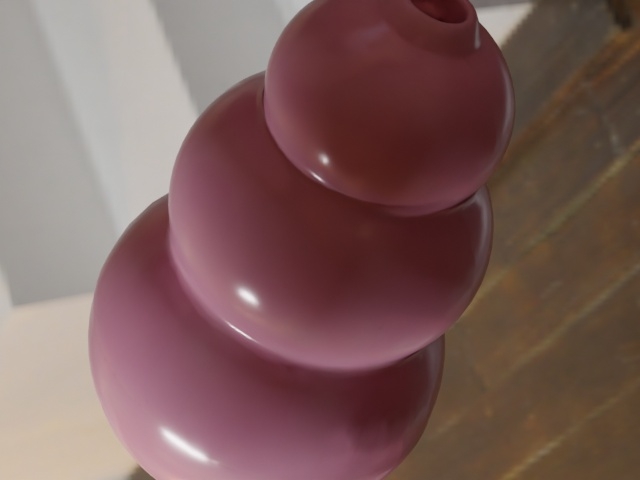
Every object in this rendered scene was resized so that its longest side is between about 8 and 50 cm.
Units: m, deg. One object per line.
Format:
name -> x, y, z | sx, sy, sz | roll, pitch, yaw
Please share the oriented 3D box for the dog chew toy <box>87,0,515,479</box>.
dog chew toy -> 0.000, 0.000, 1.008 | 0.207, 0.206, 0.332 | 57, 137, 32
